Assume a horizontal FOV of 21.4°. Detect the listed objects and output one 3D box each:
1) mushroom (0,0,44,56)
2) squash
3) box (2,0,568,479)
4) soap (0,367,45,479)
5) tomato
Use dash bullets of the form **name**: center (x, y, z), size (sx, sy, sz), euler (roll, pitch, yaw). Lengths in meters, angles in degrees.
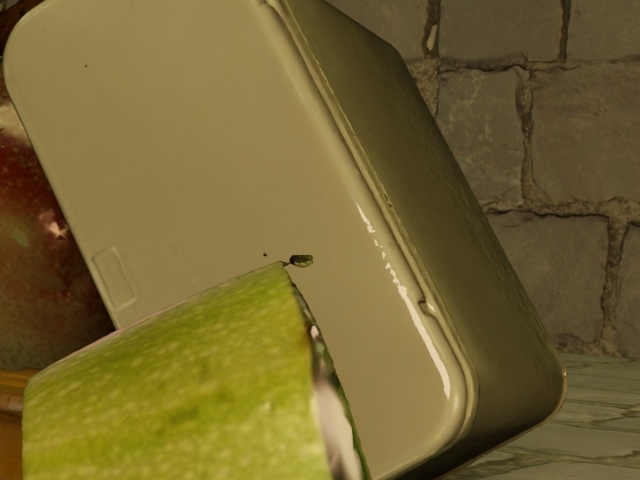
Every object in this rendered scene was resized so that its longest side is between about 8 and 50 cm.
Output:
- **mushroom**: center (-0.185, -0.056, 1.541), size (0.331, 0.356, 0.334), euler (13, -3, 38)
- **squash**: center (-0.041, 0.095, 0.622), size (0.123, 0.170, 0.170), euler (-8, 0, -2)
- **box**: center (0.000, 0.000, 1.122), size (0.177, 0.352, 0.344), euler (-31, -14, 16)
- **soap**: center (-0.178, 0.126, 1.126), size (0.232, 0.073, 0.140), euler (3, -3, 39)
- **tomato**: center (-0.225, 0.016, 1.315), size (0.303, 0.303, 0.239), euler (4, 36, 4)
